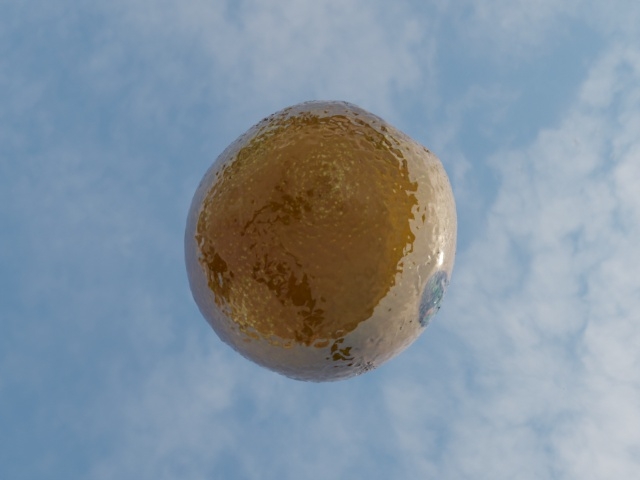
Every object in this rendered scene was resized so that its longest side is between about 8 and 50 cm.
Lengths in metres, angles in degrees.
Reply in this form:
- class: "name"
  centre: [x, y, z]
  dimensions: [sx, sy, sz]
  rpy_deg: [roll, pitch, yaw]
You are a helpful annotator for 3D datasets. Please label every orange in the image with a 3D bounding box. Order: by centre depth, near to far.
- class: "orange"
  centre: [0.000, 0.000, 0.769]
  dimensions: [0.274, 0.274, 0.274]
  rpy_deg: [-3, -101, 17]
